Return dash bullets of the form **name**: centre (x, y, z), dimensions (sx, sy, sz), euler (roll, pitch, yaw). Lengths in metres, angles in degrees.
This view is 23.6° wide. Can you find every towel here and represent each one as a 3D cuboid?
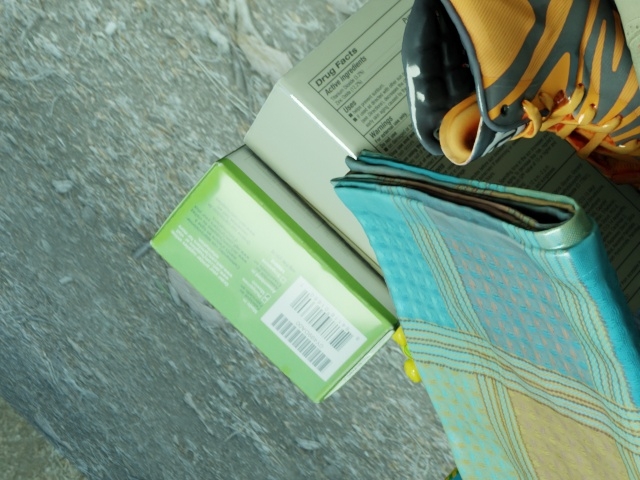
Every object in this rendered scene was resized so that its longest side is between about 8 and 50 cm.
- **towel**: centre (0.147, 0.120, 1.047), dimensions (0.271, 0.040, 0.370), euler (18, 136, 58)

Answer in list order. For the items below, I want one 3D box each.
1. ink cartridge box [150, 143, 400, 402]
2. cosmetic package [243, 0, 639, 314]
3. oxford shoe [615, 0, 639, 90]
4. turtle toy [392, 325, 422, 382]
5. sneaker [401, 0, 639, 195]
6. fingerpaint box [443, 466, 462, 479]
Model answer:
- **ink cartridge box**: centre (0.000, 0.000, 1.284), dimensions (0.189, 0.255, 0.097), euler (44, 114, 2)
- **cosmetic package**: centre (0.111, -0.037, 1.179), dimensions (0.309, 0.160, 0.113), euler (45, 153, 4)
- **oxford shoe**: centre (0.244, -0.106, 0.923), dimensions (0.348, 0.130, 0.123), euler (51, 153, -11)
- **turtle toy**: centre (0.109, 0.085, 1.444), dimensions (0.066, 0.095, 0.130), euler (48, 163, 50)
- **sneaker**: centre (0.164, -0.080, 1.018), dimensions (0.321, 0.180, 0.124), euler (51, 153, -10)
- **fingerpaint box**: centre (0.331, 0.335, 1.383), dimensions (0.445, 0.163, 0.371), euler (45, 153, 3)
